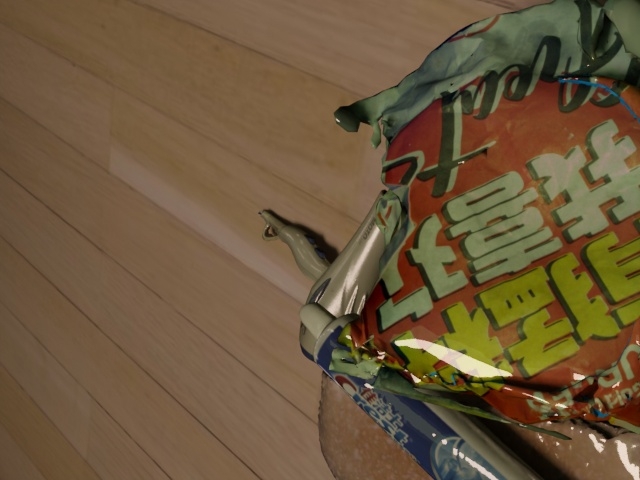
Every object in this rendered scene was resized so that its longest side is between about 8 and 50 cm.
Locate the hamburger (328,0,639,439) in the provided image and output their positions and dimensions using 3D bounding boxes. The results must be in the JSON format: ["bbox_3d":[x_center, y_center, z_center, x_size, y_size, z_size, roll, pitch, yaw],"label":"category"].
[{"bbox_3d":[0.146,-0.007,0.606,0.261,0.150,0.276,-7,69,28],"label":"hamburger"}]

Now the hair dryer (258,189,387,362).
[{"bbox_3d":[0.013,-0.008,0.875,0.167,0.067,0.199,-52,43,31],"label":"hair dryer"}]

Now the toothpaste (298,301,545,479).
[{"bbox_3d":[0.077,0.129,0.660,0.268,0.047,0.069,41,110,29],"label":"toothpaste"}]

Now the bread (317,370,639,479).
[{"bbox_3d":[0.131,0.188,0.721,0.337,0.102,0.183,4,103,48],"label":"bread"}]
